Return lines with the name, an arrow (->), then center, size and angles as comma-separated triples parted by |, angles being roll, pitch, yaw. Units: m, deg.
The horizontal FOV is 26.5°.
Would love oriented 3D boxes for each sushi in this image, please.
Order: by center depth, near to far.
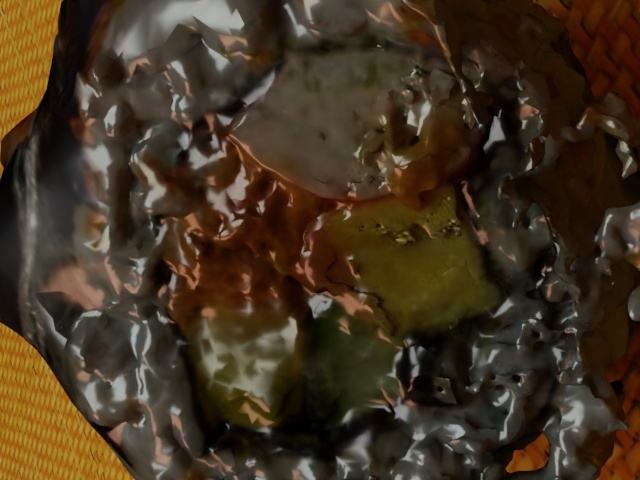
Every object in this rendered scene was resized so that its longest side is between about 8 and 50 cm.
sushi -> 0.004, 0.002, 0.792 | 0.417, 0.176, 0.417 | 5, 107, 17
